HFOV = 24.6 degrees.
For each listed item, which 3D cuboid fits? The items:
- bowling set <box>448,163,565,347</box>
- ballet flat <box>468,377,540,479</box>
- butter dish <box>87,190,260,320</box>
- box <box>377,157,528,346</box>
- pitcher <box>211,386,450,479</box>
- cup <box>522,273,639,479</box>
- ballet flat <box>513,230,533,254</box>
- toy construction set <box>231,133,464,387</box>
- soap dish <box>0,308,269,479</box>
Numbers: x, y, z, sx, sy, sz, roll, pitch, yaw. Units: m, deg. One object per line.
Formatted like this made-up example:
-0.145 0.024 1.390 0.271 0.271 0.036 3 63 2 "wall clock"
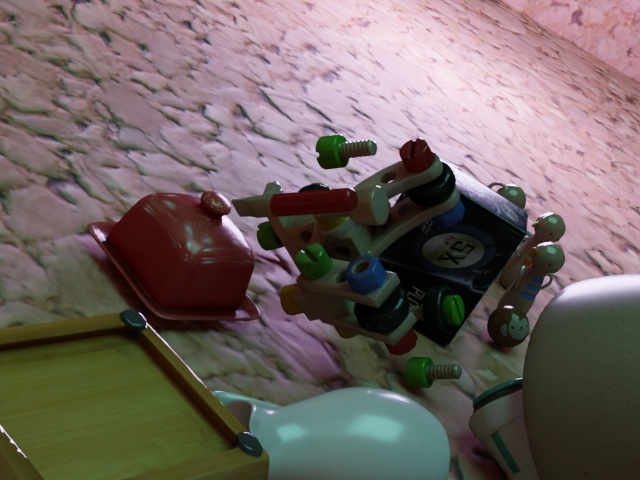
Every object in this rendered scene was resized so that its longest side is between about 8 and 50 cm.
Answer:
0.249 0.029 1.908 0.287 0.154 0.200 10 32 -40 "bowling set"
0.329 0.226 1.694 0.400 0.139 0.139 1 38 -43 "ballet flat"
-0.134 0.000 1.536 0.160 0.118 0.160 3 38 -48 "butter dish"
0.142 0.011 1.778 0.147 0.180 0.077 32 22 -3 "box"
0.000 0.186 1.363 0.207 0.125 0.178 7 17 -25 "pitcher"
0.412 0.173 1.548 0.331 0.237 0.331 17 64 -38 "cup"
0.235 0.009 2.064 0.188 0.070 0.070 12 31 -35 "ballet flat"
0.000 0.000 1.611 0.309 0.237 0.257 37 55 -54 "toy construction set"
-0.194 0.164 1.146 0.229 0.118 0.291 45 27 25 "soap dish"
